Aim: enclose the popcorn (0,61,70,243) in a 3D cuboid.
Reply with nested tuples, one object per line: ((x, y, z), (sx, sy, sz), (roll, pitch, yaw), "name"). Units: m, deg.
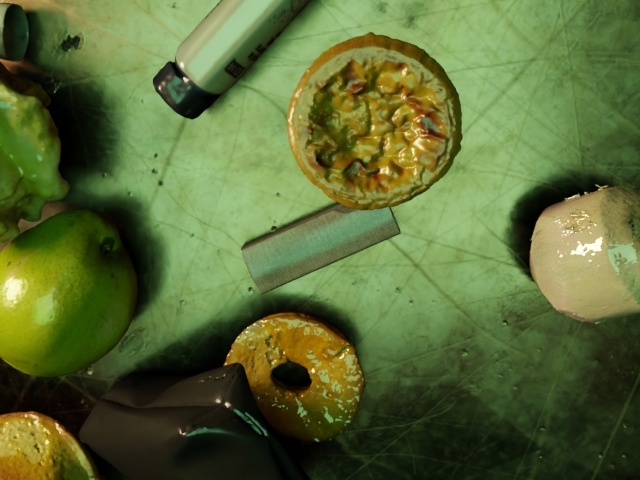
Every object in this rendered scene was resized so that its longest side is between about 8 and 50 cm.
((-0.431, -0.109, 0.895), (0.293, 0.293, 0.237), (27, 80, -3), "popcorn")

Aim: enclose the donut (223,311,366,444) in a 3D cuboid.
((-0.032, 0.179, 1.024), (0.190, 0.074, 0.174), (9, 103, 5), "donut")

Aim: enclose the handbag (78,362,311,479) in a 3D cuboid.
((-0.125, 0.295, 0.963), (0.342, 0.152, 0.288), (-14, 116, 50), "handbag")

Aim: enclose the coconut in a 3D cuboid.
((0.338, 0.019, 0.933), (0.183, 0.171, 0.171), (-20, 103, 45), "coconut")

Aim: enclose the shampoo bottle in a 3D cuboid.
((-0.052, -0.295, 0.897), (0.078, 0.134, 0.359), (44, 102, -7), "shampoo bottle")

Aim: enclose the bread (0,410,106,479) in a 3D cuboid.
((-0.424, 0.361, 1.025), (0.268, 0.146, 0.268), (6, 114, 15), "bread")

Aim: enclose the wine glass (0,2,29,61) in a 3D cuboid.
((-0.457, -0.273, 0.954), (0.155, 0.073, 0.073), (9, 102, 4), "wine glass")

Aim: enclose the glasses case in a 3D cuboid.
((0.000, 0.000, 0.999), (0.205, 0.047, 0.071), (-23, 98, 7), "glasses case")

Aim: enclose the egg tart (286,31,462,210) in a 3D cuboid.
((0.064, -0.146, 0.916), (0.202, 0.147, 0.203), (1, 103, 2), "egg tart")

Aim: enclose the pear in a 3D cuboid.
((-0.324, 0.065, 0.959), (0.187, 0.187, 0.220), (39, 97, -5), "pear")
